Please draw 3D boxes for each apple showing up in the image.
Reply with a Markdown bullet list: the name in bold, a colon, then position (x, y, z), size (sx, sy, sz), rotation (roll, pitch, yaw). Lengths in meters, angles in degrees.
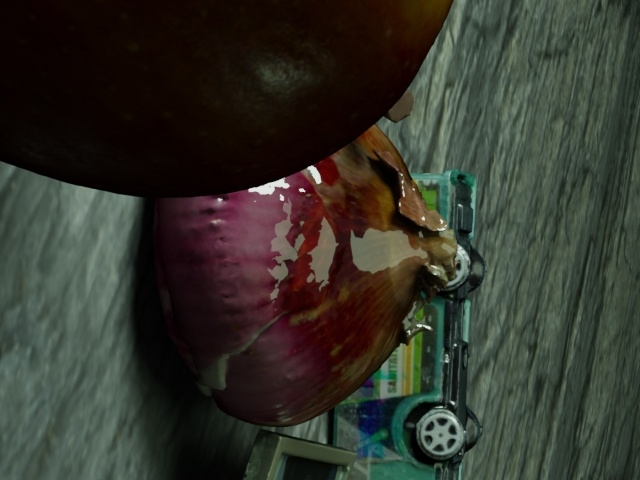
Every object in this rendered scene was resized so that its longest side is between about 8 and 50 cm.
- **apple**: position (-0.081, -0.163, 0.753), size (0.317, 0.288, 0.288), rotation (42, 50, -47)

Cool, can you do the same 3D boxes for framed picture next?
- **framed picture**: position (-0.036, 0.218, 1.159), size (0.150, 0.015, 0.203), rotation (30, 78, -68)

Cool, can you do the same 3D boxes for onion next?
- **onion**: position (0.000, 0.000, 1.124), size (0.230, 0.163, 0.230), rotation (1, 88, -61)

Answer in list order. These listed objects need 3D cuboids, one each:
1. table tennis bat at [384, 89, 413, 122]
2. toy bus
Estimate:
- **table tennis bat**: position (0.011, -0.156, 1.101), size (0.107, 0.170, 0.119), rotation (16, 105, -54)
- **toy bus**: position (0.064, 0.080, 1.372), size (0.091, 0.109, 0.262), rotation (13, 79, -71)
